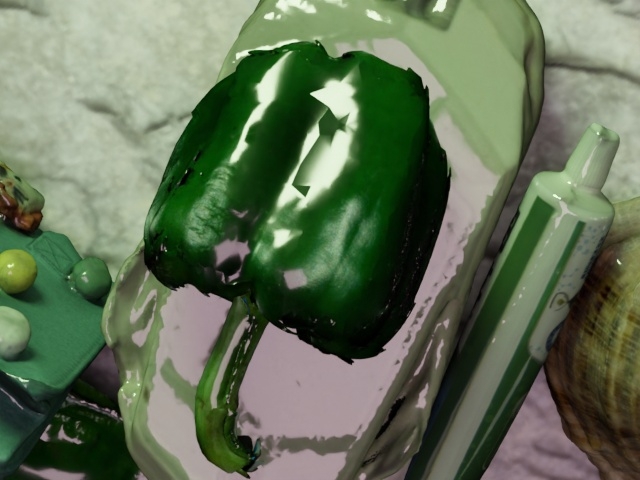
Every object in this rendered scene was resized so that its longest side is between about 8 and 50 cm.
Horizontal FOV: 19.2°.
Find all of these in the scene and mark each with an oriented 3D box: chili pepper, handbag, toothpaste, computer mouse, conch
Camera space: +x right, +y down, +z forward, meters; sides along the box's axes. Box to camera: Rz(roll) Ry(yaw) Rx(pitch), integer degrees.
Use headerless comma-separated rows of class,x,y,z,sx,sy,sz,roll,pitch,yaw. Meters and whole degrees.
chili pepper,-0.021,0.013,1.143,0.173,0.165,0.261,21,81,-9
handbag,-0.259,0.007,1.236,0.268,0.274,0.100,35,108,-1
toothpaste,0.115,0.094,1.301,0.061,0.099,0.392,29,111,15
chili pepper,-0.164,0.161,1.373,0.216,0.062,0.108,34,107,-5
computer mouse,0.001,-0.002,1.294,0.228,0.145,0.429,23,90,1
conch,0.262,0.072,1.286,0.210,0.159,0.291,22,103,-3
